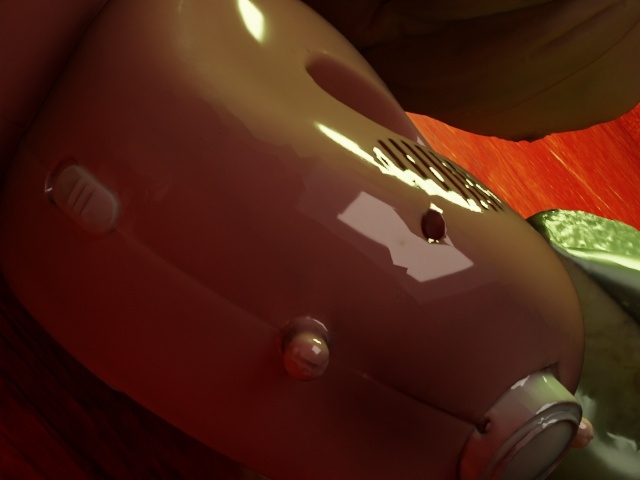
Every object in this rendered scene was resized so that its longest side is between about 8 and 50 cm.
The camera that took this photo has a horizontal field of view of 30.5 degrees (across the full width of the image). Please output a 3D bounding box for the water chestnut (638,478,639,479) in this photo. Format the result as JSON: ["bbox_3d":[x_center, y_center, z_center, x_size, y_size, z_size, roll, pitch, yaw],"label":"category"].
[{"bbox_3d":[0.143,0.193,0.367,0.335,0.346,0.335,-22,117,-53],"label":"water chestnut"}]

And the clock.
[{"bbox_3d":[0.000,0.000,0.438,0.241,0.142,0.227,39,10,38],"label":"clock"}]

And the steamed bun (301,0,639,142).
[{"bbox_3d":[0.078,-0.218,0.729,0.309,0.324,0.219,32,35,20],"label":"steamed bun"}]

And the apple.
[{"bbox_3d":[0.160,0.087,0.690,0.188,0.174,0.207,33,67,0],"label":"apple"}]
